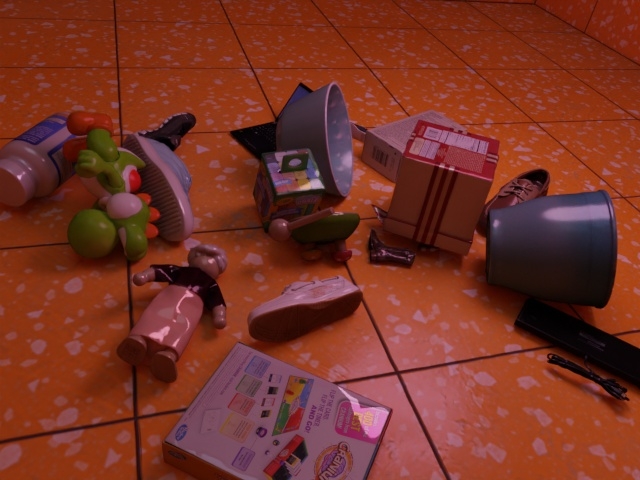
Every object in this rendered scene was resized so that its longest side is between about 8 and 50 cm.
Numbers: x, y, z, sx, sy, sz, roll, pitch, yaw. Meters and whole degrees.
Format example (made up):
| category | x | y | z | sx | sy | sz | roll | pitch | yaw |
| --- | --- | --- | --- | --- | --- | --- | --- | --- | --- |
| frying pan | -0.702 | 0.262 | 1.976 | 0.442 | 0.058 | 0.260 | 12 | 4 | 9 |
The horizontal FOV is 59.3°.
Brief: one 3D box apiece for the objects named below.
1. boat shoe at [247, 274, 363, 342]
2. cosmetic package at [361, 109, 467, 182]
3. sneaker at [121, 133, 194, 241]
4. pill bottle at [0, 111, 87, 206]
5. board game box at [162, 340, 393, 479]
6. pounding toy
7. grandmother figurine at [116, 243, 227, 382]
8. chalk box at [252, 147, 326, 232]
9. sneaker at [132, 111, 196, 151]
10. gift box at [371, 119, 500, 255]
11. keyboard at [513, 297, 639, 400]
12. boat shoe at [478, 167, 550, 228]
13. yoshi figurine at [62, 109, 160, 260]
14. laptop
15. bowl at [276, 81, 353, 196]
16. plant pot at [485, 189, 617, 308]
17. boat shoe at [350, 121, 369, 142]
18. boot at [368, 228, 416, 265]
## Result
| category | x | y | z | sx | sy | sz | roll | pitch | yaw |
| --- | --- | --- | --- | --- | --- | --- | --- | --- | --- |
| boat shoe | -0.043 | 0.134 | 1.179 | 0.276 | 0.098 | 0.096 | -10 | 41 | -36 |
| cosmetic package | 0.295 | -0.304 | 1.770 | 0.309 | 0.113 | 0.160 | -22 | 48 | -34 |
| sneaker | -0.374 | -0.142 | 1.428 | 0.150 | 0.135 | 0.366 | 1 | 46 | -45 |
| pill bottle | -0.703 | -0.203 | 1.416 | 0.152 | 0.152 | 0.272 | 16 | 39 | 8 |
| board game box | -0.065 | 0.329 | 0.951 | 0.316 | 0.064 | 0.242 | 21 | 40 | 14 |
| pounding toy | 0.000 | 0.000 | 1.327 | 0.182 | 0.110 | 0.236 | -10 | -7 | 22 |
| grandmother figurine | -0.285 | 0.118 | 1.153 | 0.207 | 0.104 | 0.342 | 37 | 36 | -9 |
| chalk box | -0.076 | -0.135 | 1.384 | 0.132 | 0.213 | 0.132 | -10 | 63 | -21 |
| sneaker | -0.443 | -0.303 | 1.656 | 0.106 | 0.078 | 0.234 | 33 | 48 | 23 |
| gift box | 0.290 | -0.137 | 1.444 | 0.276 | 0.258 | 0.255 | 20 | 39 | 14 |
| keyboard | 0.574 | 0.244 | 1.212 | 0.317 | 0.033 | 0.201 | 27 | 35 | 22 |
| boat shoe | 0.552 | -0.122 | 1.590 | 0.123 | 0.117 | 0.324 | 32 | 44 | 26 |
| yoshi figurine | -0.518 | -0.107 | 1.283 | 0.202 | 0.203 | 0.362 | -31 | 71 | 11 |
| laptop | -0.109 | -0.364 | 1.745 | 0.264 | 0.137 | 0.234 | -20 | 46 | -32 |
| bowl | -0.019 | -0.269 | 1.553 | 0.163 | 0.312 | 0.312 | -3 | 36 | 15 |
| plant pot | 0.521 | 0.016 | 1.316 | 0.255 | 0.272 | 0.272 | 2 | 37 | 14 |
| boat shoe | 0.129 | -0.361 | 1.860 | 0.125 | 0.046 | 0.038 | 31 | 43 | 21 |
| boot | 0.179 | 0.018 | 1.407 | 0.114 | 0.037 | 0.107 | 3 | 52 | -3 |
